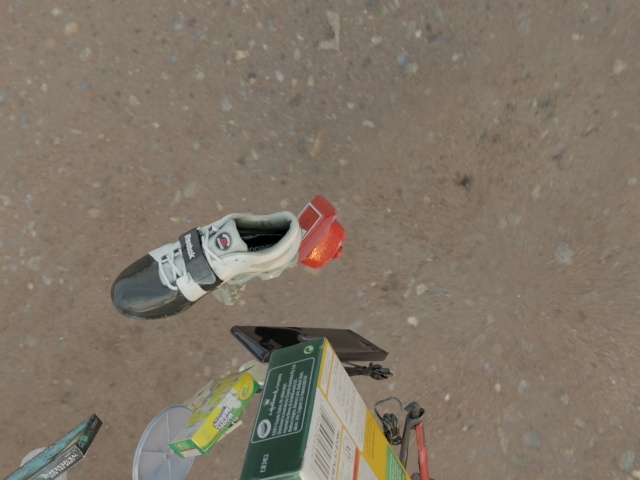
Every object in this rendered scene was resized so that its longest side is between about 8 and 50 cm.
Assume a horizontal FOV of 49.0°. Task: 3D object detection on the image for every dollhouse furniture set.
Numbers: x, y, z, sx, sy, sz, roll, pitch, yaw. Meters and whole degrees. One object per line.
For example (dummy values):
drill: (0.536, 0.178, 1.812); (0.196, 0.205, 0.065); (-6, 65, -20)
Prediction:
dollhouse furniture set: (-0.294, 0.478, 1.805); (0.129, 0.183, 0.129); (-39, 104, 17)

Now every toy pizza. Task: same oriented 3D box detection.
toy pizza: (-0.329, 0.443, 1.473); (0.032, 0.201, 0.201); (8, 88, 28)

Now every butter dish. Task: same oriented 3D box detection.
butter dish: (0.000, 0.000, 1.563); (0.118, 0.160, 0.160); (37, 95, -26)

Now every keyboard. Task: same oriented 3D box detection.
keyboard: (0.008, 0.207, 1.272); (0.201, 0.317, 0.033); (27, 104, 44)

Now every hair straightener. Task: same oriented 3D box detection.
hair straightener: (0.117, 0.309, 1.063); (0.089, 0.230, 0.047); (1, 45, 12)

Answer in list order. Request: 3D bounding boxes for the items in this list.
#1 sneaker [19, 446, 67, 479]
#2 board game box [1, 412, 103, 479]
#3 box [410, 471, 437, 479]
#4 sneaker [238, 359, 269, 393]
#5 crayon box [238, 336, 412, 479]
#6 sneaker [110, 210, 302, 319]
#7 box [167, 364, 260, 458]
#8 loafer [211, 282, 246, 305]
sneaker: (-0.464, 0.514, 1.162); (0.108, 0.292, 0.169); (3, 125, -12)
board game box: (-0.421, 0.345, 1.055); (0.186, 0.126, 0.026); (-37, 99, -1)
box: (0.229, 0.620, 1.435); (0.203, 0.167, 0.168); (-55, 39, 2)
sneaker: (-0.143, 0.294, 1.494); (0.085, 0.152, 0.058); (-35, 73, 22)
crayon box: (0.028, 0.306, 0.850); (0.083, 0.203, 0.323); (-19, 119, 20)
sneaker: (-0.184, 0.021, 1.142); (0.331, 0.146, 0.122); (-21, 69, -20)
box: (-0.177, 0.294, 1.218); (0.043, 0.179, 0.105); (47, 142, -11)
loafer: (-0.258, 0.062, 1.710); (0.111, 0.319, 0.112); (26, 62, 14)
